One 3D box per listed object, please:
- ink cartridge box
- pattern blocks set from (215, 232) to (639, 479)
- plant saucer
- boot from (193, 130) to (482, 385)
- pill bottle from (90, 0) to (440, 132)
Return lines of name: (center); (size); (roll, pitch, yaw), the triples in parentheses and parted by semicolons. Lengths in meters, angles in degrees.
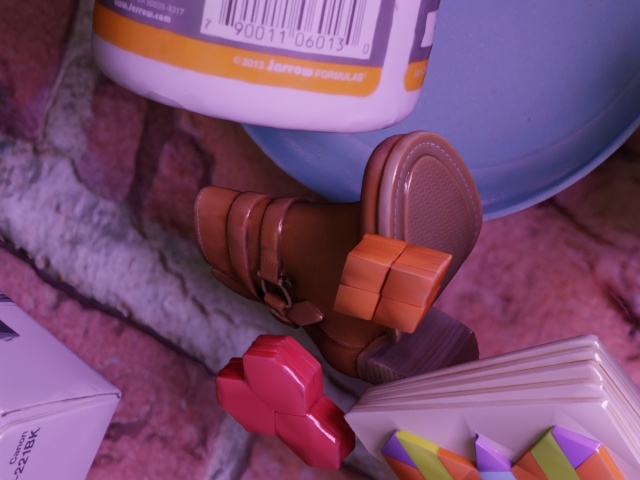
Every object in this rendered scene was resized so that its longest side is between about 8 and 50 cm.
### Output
ink cartridge box: (-0.281, 0.109, 1.067); (0.273, 0.114, 0.197); (36, 112, 28)
pattern blocks set: (0.099, 0.115, 0.762); (0.285, 0.026, 0.325); (46, 147, -6)
plant saucer: (0.062, -0.166, 0.848); (0.317, 0.044, 0.317); (3, 95, 34)
boot: (0.000, 0.000, 0.837); (0.152, 0.073, 0.197); (28, 146, 27)
pill bottle: (-0.008, -0.200, 0.764); (0.162, 0.162, 0.278); (20, 108, 32)
